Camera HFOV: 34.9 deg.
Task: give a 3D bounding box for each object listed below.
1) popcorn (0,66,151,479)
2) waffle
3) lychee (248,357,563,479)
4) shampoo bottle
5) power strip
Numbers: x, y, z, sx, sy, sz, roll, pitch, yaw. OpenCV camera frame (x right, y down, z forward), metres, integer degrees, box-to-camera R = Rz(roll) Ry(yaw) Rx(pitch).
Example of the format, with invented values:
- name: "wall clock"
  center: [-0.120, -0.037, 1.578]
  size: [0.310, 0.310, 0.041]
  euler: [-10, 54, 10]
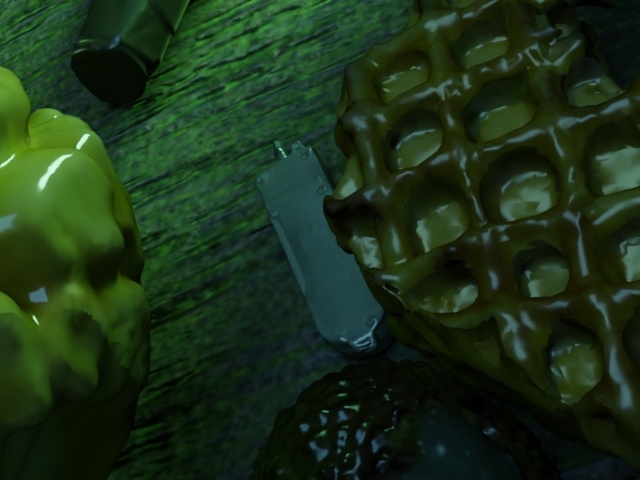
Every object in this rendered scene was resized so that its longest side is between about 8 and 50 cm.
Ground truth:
- name: "popcorn"
  center: [-0.274, 0.064, 0.578]
  size: [0.354, 0.344, 0.390]
  euler: [-20, 11, -37]
- name: "waffle"
  center: [0.152, -0.031, 0.522]
  size: [0.261, 0.151, 0.324]
  euler: [-48, 50, -11]
- name: "lychee"
  center: [0.032, 0.138, 0.473]
  size: [0.171, 0.171, 0.171]
  euler: [-13, 55, 20]
- name: "shampoo bottle"
  center: [-0.123, -0.276, 0.856]
  size: [0.126, 0.084, 0.350]
  euler: [-2, 60, 29]
- name: "power strip"
  center: [0.000, 0.000, 0.650]
  size: [0.047, 0.030, 0.191]
  euler: [-31, 51, 8]
